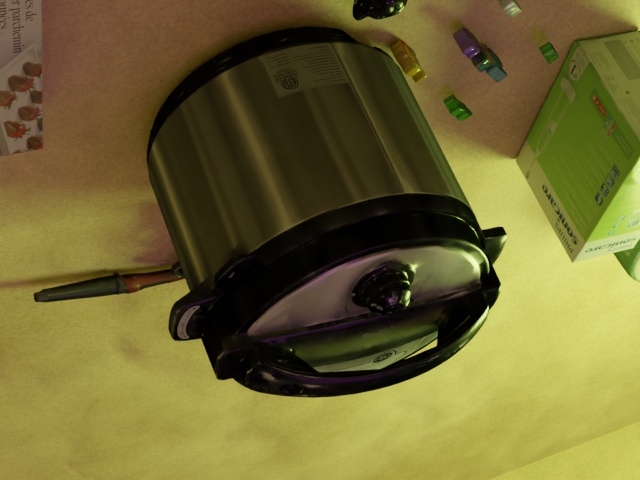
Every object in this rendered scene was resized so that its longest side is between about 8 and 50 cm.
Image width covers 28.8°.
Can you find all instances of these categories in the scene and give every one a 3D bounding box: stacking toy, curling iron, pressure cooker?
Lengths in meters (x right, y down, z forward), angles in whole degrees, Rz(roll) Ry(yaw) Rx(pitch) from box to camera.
[{"bbox_3d":[0.212,-0.251,1.670,0.167,0.052,0.221,-32,152,18],"label":"stacking toy"},{"bbox_3d":[-0.285,0.053,1.827,0.274,0.035,0.068,-11,144,-23],"label":"curling iron"},{"bbox_3d":[-0.001,-0.003,1.542,0.370,0.420,0.375,-34,150,17],"label":"pressure cooker"}]

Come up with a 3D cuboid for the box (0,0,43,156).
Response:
[{"bbox_3d":[-0.331,-0.213,1.323,0.063,0.067,0.324,-12,150,-20],"label":"box"}]

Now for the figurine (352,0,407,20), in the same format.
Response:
[{"bbox_3d":[0.140,-0.341,1.441,0.215,0.092,0.209,-18,158,-12],"label":"figurine"}]

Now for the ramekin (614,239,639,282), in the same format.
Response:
[{"bbox_3d":[0.631,-0.055,2.185,0.303,0.148,0.303,-18,151,-10],"label":"ramekin"}]

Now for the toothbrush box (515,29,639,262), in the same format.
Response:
[{"bbox_3d":[0.421,-0.135,1.844,0.122,0.206,0.283,-12,148,-21],"label":"toothbrush box"}]
